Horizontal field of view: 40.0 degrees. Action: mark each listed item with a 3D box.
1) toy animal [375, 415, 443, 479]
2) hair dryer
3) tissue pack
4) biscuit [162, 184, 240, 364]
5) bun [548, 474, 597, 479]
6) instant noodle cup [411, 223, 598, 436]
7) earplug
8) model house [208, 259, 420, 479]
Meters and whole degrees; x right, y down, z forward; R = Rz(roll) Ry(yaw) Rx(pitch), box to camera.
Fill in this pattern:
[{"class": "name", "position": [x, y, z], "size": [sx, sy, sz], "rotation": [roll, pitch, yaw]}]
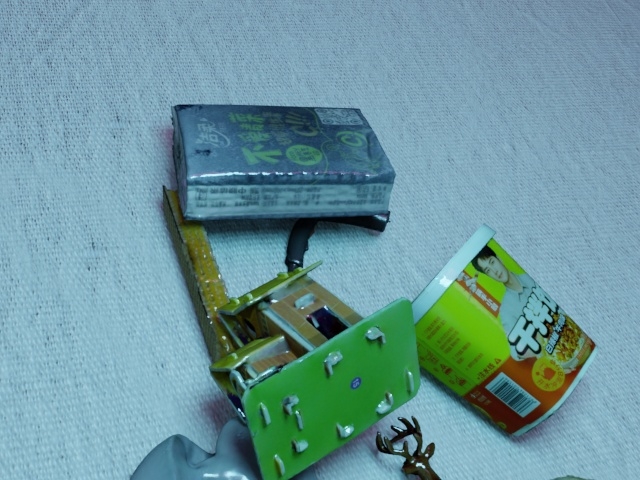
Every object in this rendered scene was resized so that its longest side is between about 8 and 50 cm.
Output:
[{"class": "toy animal", "position": [0.200, 0.419, 1.435], "size": [0.087, 0.243, 0.260], "rotation": [-33, 95, -7]}, {"class": "hair dryer", "position": [0.000, 0.000, 1.762], "size": [0.235, 0.091, 0.272], "rotation": [21, 63, 6]}, {"class": "tissue pack", "position": [-0.082, -0.161, 1.704], "size": [0.394, 0.124, 0.288], "rotation": [-1, 35, -15]}, {"class": "biscuit", "position": [-0.219, 0.064, 1.623], "size": [0.054, 0.094, 0.379], "rotation": [-12, 57, -19]}, {"class": "bun", "position": [0.452, 0.538, 1.388], "size": [0.326, 0.234, 0.362], "rotation": [-16, 53, -22]}, {"class": "instant noodle cup", "position": [0.317, 0.177, 1.615], "size": [0.308, 0.294, 0.294], "rotation": [43, 52, 7]}, {"class": "earplug", "position": [-0.144, 0.384, 1.363], "size": [0.325, 0.175, 0.214], "rotation": [-3, 51, -32]}, {"class": "model house", "position": [-0.046, 0.218, 1.434], "size": [0.300, 0.340, 0.323], "rotation": [-27, 38, -24]}]
